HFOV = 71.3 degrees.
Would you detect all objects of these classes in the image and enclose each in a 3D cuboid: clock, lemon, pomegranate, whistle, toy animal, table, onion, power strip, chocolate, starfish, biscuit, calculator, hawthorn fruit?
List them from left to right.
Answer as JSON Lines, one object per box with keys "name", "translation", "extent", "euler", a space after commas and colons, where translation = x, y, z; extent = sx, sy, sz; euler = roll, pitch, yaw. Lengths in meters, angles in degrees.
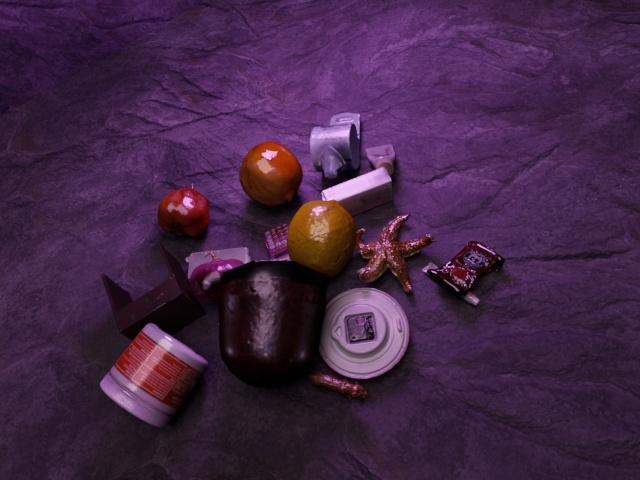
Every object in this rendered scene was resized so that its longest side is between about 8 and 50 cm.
{"name": "table", "translation": [-0.619, 0.200, 1.650], "extent": [0.250, 0.196, 0.282], "euler": [-34, 56, -7]}
{"name": "hawthorn fruit", "translation": [-0.549, -0.138, 1.836], "extent": [0.207, 0.207, 0.243], "euler": [-1, 56, 13]}
{"name": "power strip", "translation": [-0.398, 0.096, 1.741], "extent": [0.270, 0.046, 0.118], "euler": [-6, 62, 8]}
{"name": "onion", "translation": [-0.367, 0.145, 1.607], "extent": [0.207, 0.201, 0.201], "euler": [16, 64, 2]}
{"name": "pomegranate", "translation": [-0.196, -0.253, 1.780], "extent": [0.264, 0.264, 0.265], "euler": [-6, 59, 10]}
{"name": "chocolate", "translation": [-0.152, 0.280, 1.398], "extent": [0.383, 0.384, 0.332], "euler": [-7, 62, 9]}
{"name": "calculator", "translation": [-0.147, 0.018, 1.739], "extent": [0.126, 0.034, 0.191], "euler": [-24, 52, 0]}
{"name": "lemon", "translation": [0.000, 0.000, 1.585], "extent": [0.253, 0.253, 0.311], "euler": [14, 87, 20]}
{"name": "toy animal", "translation": [0.035, 0.448, 1.403], "extent": [0.241, 0.099, 0.057], "euler": [14, 64, 19]}
{"name": "whistle", "translation": [0.082, -0.407, 1.879], "extent": [0.168, 0.188, 0.405], "euler": [-1, 27, 18]}
{"name": "clock", "translation": [0.135, 0.302, 1.478], "extent": [0.318, 0.080, 0.319], "euler": [-5, 59, 9]}
{"name": "starfish", "translation": [0.260, 0.043, 1.588], "extent": [0.303, 0.113, 0.312], "euler": [-16, 55, 4]}
{"name": "biscuit", "translation": [0.497, 0.093, 1.517], "extent": [0.235, 0.063, 0.151], "euler": [-34, 52, -16]}

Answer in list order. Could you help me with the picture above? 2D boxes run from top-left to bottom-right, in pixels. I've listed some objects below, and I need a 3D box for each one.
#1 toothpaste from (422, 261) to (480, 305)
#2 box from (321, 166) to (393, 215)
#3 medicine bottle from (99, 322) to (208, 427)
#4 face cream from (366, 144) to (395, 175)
{"name": "toothpaste", "translation": [0.447, 0.150, 1.526], "extent": [0.052, 0.033, 0.218], "euler": [-37, 55, -20]}
{"name": "box", "translation": [0.144, -0.171, 1.724], "extent": [0.269, 0.135, 0.079], "euler": [-21, 57, -2]}
{"name": "medicine bottle", "translation": [-0.533, 0.432, 1.452], "extent": [0.252, 0.253, 0.241], "euler": [27, 69, 25]}
{"name": "face cream", "translation": [0.249, -0.340, 1.819], "extent": [0.114, 0.070, 0.224], "euler": [-9, 37, 7]}
